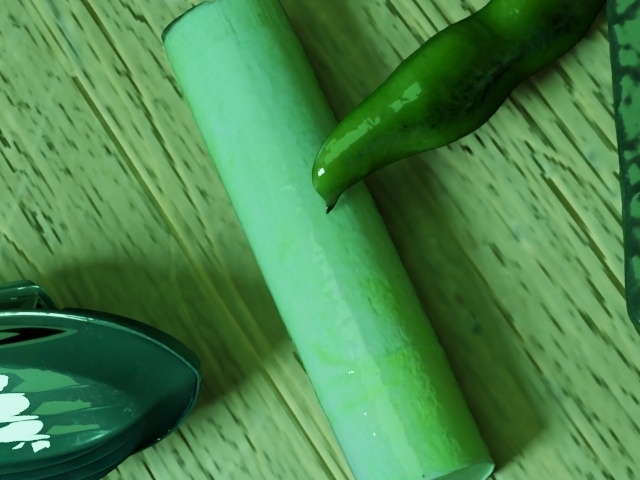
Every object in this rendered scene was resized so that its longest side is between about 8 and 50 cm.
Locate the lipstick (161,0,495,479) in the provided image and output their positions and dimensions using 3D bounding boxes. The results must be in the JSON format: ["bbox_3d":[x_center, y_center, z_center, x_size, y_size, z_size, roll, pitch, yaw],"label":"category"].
[{"bbox_3d":[0.000,0.000,0.949,0.076,0.076,0.304,-30,69,12],"label":"lipstick"}]

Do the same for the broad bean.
[{"bbox_3d":[0.108,-0.117,0.933,0.297,0.060,0.043,-44,25,-10],"label":"broad bean"}]

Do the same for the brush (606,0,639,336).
[{"bbox_3d":[0.211,-0.044,0.886,0.123,0.059,0.197,-7,76,18],"label":"brush"}]

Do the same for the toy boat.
[{"bbox_3d":[-0.198,0.089,0.972,0.296,0.114,0.122,-10,31,19],"label":"toy boat"}]
